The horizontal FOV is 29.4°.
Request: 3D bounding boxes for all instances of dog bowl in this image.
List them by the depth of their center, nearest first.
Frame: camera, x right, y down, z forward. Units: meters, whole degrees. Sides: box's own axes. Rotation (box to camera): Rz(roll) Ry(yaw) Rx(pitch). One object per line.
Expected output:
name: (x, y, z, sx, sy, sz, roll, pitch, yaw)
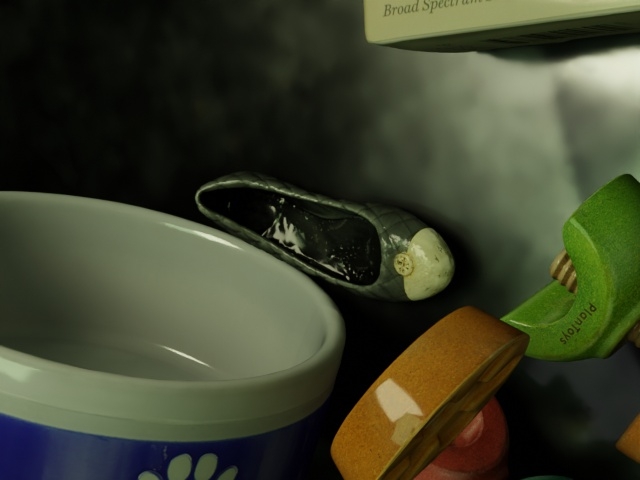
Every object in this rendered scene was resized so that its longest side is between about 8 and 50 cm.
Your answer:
dog bowl: (-0.124, 0.065, 0.677, 0.264, 0.265, 0.104, 25, 110, 31)

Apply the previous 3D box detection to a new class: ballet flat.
ballet flat: (0.000, 0.000, 0.712, 0.173, 0.049, 0.058, 17, 104, 34)

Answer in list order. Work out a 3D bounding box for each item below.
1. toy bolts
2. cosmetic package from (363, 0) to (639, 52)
toy bolts: (0.112, 0.121, 0.567, 0.158, 0.218, 0.228, 43, 136, 18)
cosmetic package: (0.104, -0.252, 0.575, 0.160, 0.113, 0.310, -2, 94, 36)
